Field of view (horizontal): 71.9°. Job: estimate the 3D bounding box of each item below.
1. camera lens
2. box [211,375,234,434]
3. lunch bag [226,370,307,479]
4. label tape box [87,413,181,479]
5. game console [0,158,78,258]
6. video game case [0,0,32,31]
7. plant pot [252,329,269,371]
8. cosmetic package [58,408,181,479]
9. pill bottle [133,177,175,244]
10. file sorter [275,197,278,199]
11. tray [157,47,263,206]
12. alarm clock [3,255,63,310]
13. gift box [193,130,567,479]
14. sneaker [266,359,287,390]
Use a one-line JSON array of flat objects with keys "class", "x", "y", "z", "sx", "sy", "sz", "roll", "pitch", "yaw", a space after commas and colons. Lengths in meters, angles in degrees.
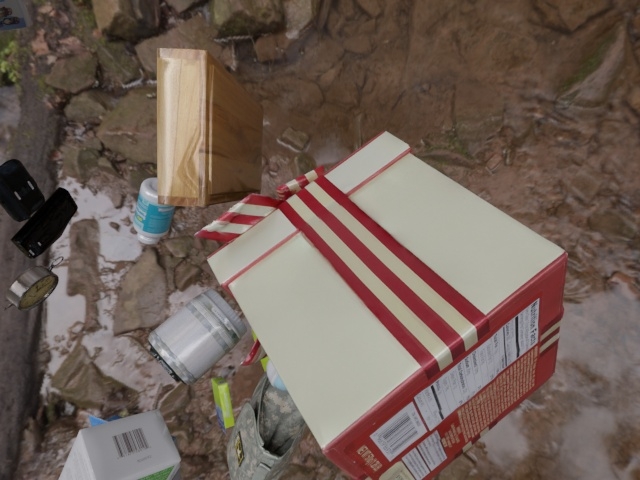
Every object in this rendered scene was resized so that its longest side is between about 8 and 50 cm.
[{"class": "camera lens", "x": -0.413, "y": 0.323, "z": 1.480, "sx": 0.274, "sy": 0.219, "sz": 0.219, "roll": -41, "pitch": 83, "yaw": -21}, {"class": "box", "x": -0.355, "y": 0.596, "z": 1.606, "sx": 0.042, "sy": 0.109, "sz": 0.179, "roll": -10, "pitch": 92, "yaw": -27}, {"class": "lunch bag", "x": -0.122, "y": 0.462, "z": 1.076, "sx": 0.168, "sy": 0.287, "sz": 0.236, "roll": 25, "pitch": 122, "yaw": 1}, {"class": "label tape box", "x": -0.580, "y": 0.667, "z": 1.406, "sx": 0.240, "sy": 0.106, "sz": 0.334, "roll": 12, "pitch": 119, "yaw": 15}, {"class": "game console", "x": -0.827, "y": -0.104, "z": 1.272, "sx": 0.043, "sy": 0.361, "sz": 0.213, "roll": 23, "pitch": 59, "yaw": 3}, {"class": "video game case", "x": -0.514, "y": -0.314, "z": 0.477, "sx": 0.299, "sy": 0.329, "sz": 0.036, "roll": -25, "pitch": 90, "yaw": -24}, {"class": "plant pot", "x": -0.068, "y": 0.359, "z": 1.548, "sx": 0.207, "sy": 0.228, "sz": 0.228, "roll": -14, "pitch": 98, "yaw": 35}, {"class": "cosmetic package", "x": -0.508, "y": 0.596, "z": 1.064, "sx": 0.155, "sy": 0.196, "sz": 0.366, "roll": 47, "pitch": 120, "yaw": 33}, {"class": "pill bottle", "x": -0.676, "y": -0.112, "z": 1.796, "sx": 0.146, "sy": 0.146, "sz": 0.264, "roll": 31, "pitch": 121, "yaw": 6}, {"class": "file sorter", "x": -0.190, "y": 0.003, "z": 1.587, "sx": 0.192, "sy": 0.173, "sz": 0.278, "roll": -22, "pitch": 92, "yaw": -7}, {"class": "tray", "x": -0.170, "y": -0.173, "z": 0.780, "sx": 0.076, "sy": 0.411, "sz": 0.203, "roll": 3, "pitch": 98, "yaw": 1}, {"class": "alarm clock", "x": -0.806, "y": 0.117, "z": 1.255, "sx": 0.064, "sy": 0.129, "sz": 0.192, "roll": 40, "pitch": 78, "yaw": 3}, {"class": "gift box", "x": 0.040, "y": 0.072, "z": 0.441, "sx": 0.276, "sy": 0.255, "sz": 0.258, "roll": -32, "pitch": 45, "yaw": -10}, {"class": "sneaker", "x": 0.047, "y": 0.218, "z": 0.695, "sx": 0.365, "sy": 0.135, "sz": 0.150, "roll": -30, "pitch": 57, "yaw": 38}]
